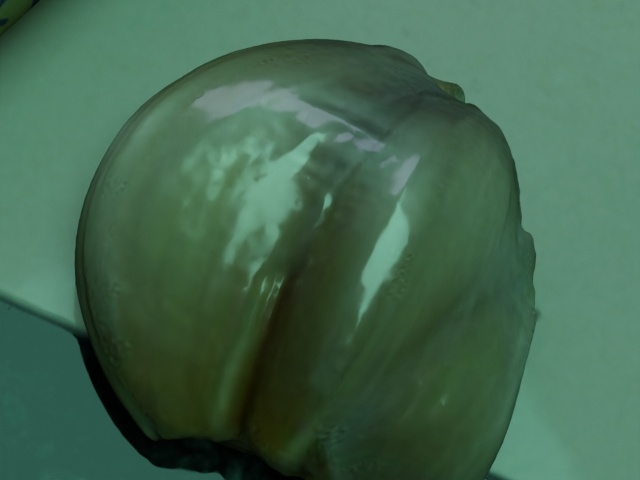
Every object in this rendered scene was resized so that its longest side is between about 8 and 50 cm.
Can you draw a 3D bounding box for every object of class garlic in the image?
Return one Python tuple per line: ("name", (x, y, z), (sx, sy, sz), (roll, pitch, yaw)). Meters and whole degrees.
("garlic", (0.000, 0.000, 0.798), (0.217, 0.110, 0.228), (20, 71, 2))

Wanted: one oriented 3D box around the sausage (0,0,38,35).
("sausage", (-0.140, -0.193, 0.826), (0.123, 0.123, 0.347), (40, 72, 5))
